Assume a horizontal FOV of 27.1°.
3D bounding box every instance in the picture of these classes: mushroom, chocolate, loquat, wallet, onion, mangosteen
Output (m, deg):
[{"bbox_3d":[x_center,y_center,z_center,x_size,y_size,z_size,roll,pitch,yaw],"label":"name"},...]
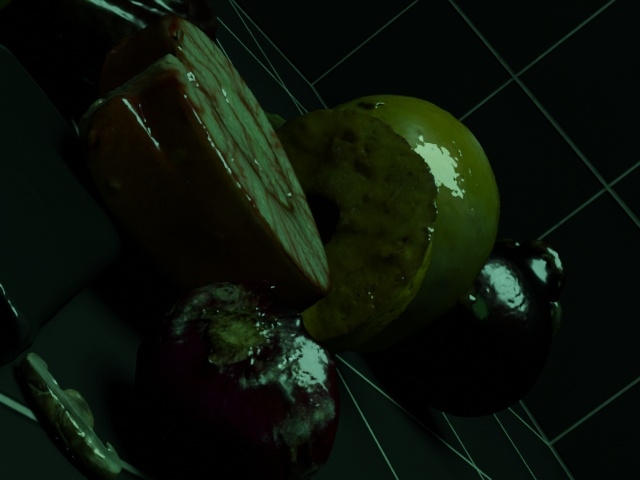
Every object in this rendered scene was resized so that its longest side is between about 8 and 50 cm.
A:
[{"bbox_3d":[-0.165,0.116,0.876,0.101,0.019,0.049,53,8,2],"label":"mushroom"},{"bbox_3d":[-0.220,-0.176,1.552,0.343,0.126,0.148,21,69,-61],"label":"chocolate"},{"bbox_3d":[0.054,-0.039,1.659,0.359,0.328,0.328,42,8,4],"label":"loquat"},{"bbox_3d":[-0.247,-0.047,0.988,0.228,0.062,0.406,52,8,-5],"label":"wallet"},{"bbox_3d":[-0.071,0.139,1.001,0.173,0.135,0.198,37,-43,40],"label":"onion"},{"bbox_3d":[0.231,0.114,2.005,0.297,0.313,0.297,61,9,-16],"label":"mangosteen"}]

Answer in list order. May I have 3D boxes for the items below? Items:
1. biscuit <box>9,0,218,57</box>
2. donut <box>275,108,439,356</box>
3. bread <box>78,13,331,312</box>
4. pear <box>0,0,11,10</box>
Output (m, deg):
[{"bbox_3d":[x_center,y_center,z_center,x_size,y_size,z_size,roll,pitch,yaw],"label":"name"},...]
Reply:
[{"bbox_3d":[-0.283,-0.317,1.445,0.407,0.091,0.407,34,13,-9],"label":"biscuit"},{"bbox_3d":[-0.002,0.002,1.423,0.277,0.277,0.108,57,-1,30],"label":"donut"},{"bbox_3d":[-0.103,-0.057,1.244,0.295,0.114,0.328,55,10,-25],"label":"bread"},{"bbox_3d":[-0.321,-0.273,0.912,0.269,0.269,0.321,58,6,35],"label":"pear"}]
